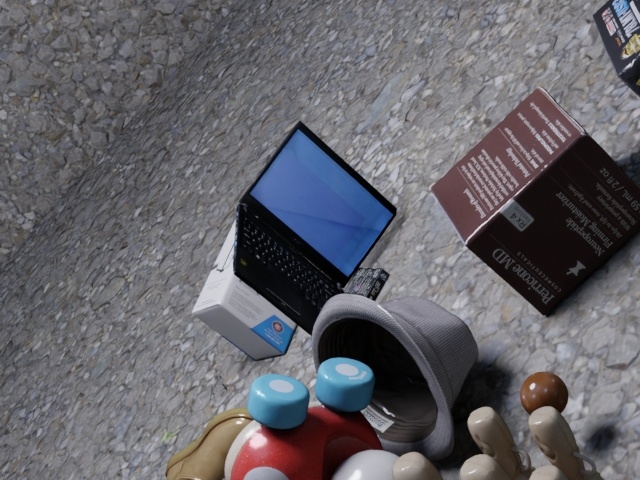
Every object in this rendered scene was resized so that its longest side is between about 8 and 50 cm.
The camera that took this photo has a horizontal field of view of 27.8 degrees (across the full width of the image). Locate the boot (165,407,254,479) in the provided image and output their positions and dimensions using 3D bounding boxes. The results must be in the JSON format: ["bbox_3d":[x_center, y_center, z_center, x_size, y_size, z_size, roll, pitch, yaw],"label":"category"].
[{"bbox_3d":[-0.165,0.402,1.870,0.236,0.089,0.269,-44,25,36],"label":"boot"}]

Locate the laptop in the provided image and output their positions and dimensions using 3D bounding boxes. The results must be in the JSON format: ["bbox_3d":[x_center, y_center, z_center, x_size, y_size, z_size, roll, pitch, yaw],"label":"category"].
[{"bbox_3d":[0.000,0.000,1.916,0.136,0.234,0.264,-38,28,24],"label":"laptop"}]

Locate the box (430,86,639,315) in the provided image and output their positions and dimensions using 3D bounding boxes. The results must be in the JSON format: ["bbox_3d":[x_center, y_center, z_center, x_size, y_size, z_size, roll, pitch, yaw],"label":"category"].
[{"bbox_3d":[0.285,-0.053,1.663,0.203,0.168,0.167,-45,28,11],"label":"box"}]

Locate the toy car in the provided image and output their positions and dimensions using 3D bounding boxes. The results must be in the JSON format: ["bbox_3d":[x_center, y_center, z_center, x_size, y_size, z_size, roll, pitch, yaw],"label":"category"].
[{"bbox_3d":[0.028,0.296,1.536,0.238,0.210,0.219,31,119,42],"label":"toy car"}]

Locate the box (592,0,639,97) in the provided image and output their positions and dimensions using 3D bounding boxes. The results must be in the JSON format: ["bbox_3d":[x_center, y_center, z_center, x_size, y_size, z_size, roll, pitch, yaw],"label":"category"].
[{"bbox_3d":[0.505,-0.347,1.728,0.293,0.073,0.295,-47,12,22],"label":"box"}]

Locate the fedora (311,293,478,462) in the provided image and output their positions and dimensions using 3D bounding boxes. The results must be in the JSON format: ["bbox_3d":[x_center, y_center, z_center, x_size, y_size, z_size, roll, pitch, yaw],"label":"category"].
[{"bbox_3d":[0.112,0.156,1.655,0.124,0.243,0.275,-31,1,-31],"label":"fedora"}]

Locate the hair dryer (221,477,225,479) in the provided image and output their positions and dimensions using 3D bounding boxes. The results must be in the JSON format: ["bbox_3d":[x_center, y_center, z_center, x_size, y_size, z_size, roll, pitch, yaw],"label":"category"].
[{"bbox_3d":[-0.070,0.336,1.710,0.293,0.080,0.223,-34,-15,-35],"label":"hair dryer"}]

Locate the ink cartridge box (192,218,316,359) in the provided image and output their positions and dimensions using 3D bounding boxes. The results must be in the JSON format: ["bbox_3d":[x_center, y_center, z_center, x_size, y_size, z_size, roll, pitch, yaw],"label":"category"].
[{"bbox_3d":[-0.099,0.070,2.118,0.086,0.148,0.203,-20,38,48],"label":"ink cartridge box"}]

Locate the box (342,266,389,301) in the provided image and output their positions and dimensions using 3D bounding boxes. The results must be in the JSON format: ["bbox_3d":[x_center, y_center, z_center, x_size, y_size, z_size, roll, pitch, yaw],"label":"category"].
[{"bbox_3d":[0.063,0.081,1.999,0.067,0.018,0.083,-1,54,57],"label":"box"}]

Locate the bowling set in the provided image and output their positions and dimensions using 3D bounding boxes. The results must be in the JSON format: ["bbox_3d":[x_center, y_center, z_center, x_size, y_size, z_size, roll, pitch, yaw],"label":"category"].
[{"bbox_3d":[0.241,0.256,1.405,0.200,0.154,0.287,-42,19,-28],"label":"bowling set"}]
